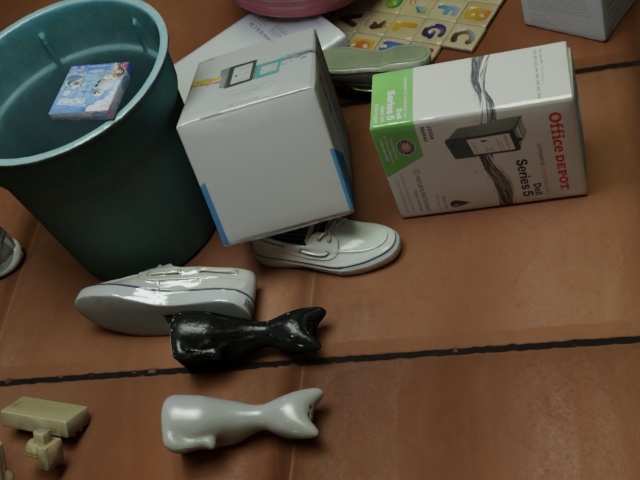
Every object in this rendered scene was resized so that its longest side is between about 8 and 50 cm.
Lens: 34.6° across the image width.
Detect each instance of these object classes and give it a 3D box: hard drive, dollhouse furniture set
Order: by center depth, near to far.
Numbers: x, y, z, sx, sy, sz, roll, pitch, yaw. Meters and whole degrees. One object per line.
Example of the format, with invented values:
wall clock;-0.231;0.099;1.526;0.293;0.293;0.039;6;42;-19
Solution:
dollhouse furniture set;-0.416;0.307;1.419;0.144;0.123;0.151;4;19;24
hard drive;-0.133;-0.303;1.804;0.319;0.040;0.210;-36;48;-8

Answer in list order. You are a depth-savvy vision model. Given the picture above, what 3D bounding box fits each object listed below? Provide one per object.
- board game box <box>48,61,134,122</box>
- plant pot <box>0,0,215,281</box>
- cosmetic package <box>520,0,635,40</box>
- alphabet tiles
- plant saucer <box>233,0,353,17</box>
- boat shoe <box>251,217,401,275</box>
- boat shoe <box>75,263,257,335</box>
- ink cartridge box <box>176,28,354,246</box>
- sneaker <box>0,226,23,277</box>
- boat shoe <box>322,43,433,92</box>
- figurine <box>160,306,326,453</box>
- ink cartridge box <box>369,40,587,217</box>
board game box;-0.299;-0.195;1.347;0.090;0.020;0.090;-1;53;20
plant pot;-0.322;-0.130;1.540;0.341;0.334;0.341;-11;49;13
cosmetic package;0.410;-0.442;1.622;0.151;0.183;0.151;22;63;34
alphabet tiles;0.151;-0.416;1.816;0.343;0.011;0.285;16;59;31
plant saucer;-0.044;-0.494;1.849;0.332;0.084;0.332;-2;39;2
boat shoe;0.000;0.000;1.483;0.226;0.075;0.083;-5;51;17
boat shoe;-0.222;0.076;1.494;0.268;0.096;0.088;-4;47;17
ink cartridge box;-0.071;-0.157;1.505;0.197;0.198;0.270;-15;27;8
sneaker;-0.604;0.035;1.647;0.229;0.132;0.086;-35;48;-9
boat shoe;0.074;-0.273;1.687;0.228;0.068;0.081;3;41;23
figurine;-0.095;0.183;1.365;0.210;0.092;0.214;-8;50;10
ink cartridge box;0.225;-0.149;1.438;0.273;0.198;0.114;-7;50;16
